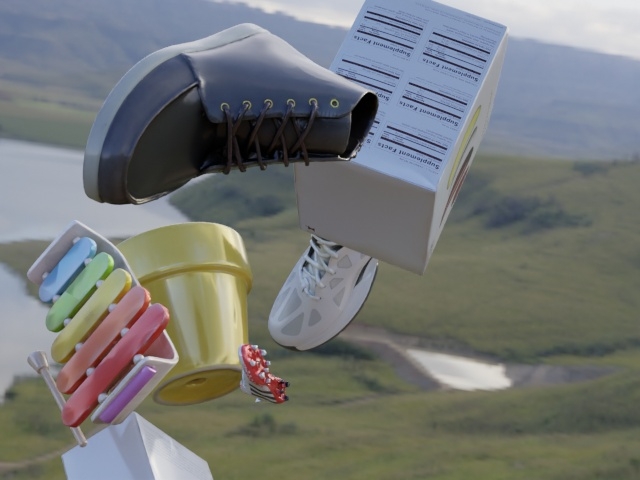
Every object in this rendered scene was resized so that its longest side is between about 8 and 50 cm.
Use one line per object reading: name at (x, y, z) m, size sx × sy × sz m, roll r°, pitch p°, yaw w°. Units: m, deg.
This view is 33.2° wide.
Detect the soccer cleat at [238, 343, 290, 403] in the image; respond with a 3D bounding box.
soccer cleat at (-0.055, 0.113, 0.891) m, size 0.036 × 0.029 × 0.083 m, roll -11°, pitch -37°, yaw 19°

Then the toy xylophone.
toy xylophone at (-0.312, 0.135, 1.453) m, size 0.081 × 0.236 × 0.323 m, roll 31°, pitch 8°, yaw -46°

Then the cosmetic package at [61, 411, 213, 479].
cosmetic package at (-0.239, 0.405, 1.551) m, size 0.224 × 0.138 × 0.224 m, roll 51°, pitch 10°, yaw -50°

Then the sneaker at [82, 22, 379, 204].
sneaker at (-0.051, -0.076, 0.704) m, size 0.118 × 0.083 × 0.222 m, roll 24°, pitch 40°, yaw 18°

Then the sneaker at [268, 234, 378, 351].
sneaker at (0.000, -0.001, 1.896) m, size 0.257 × 0.447 × 0.169 m, roll 20°, pitch 23°, yaw -49°

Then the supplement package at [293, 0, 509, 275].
supplement package at (0.081, -0.110, 1.105) m, size 0.149 × 0.203 × 0.194 m, roll 21°, pitch -23°, yaw 11°

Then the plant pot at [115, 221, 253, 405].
plant pot at (-0.223, 0.132, 1.766) m, size 0.254 × 0.239 × 0.254 m, roll -13°, pitch -25°, yaw -6°
